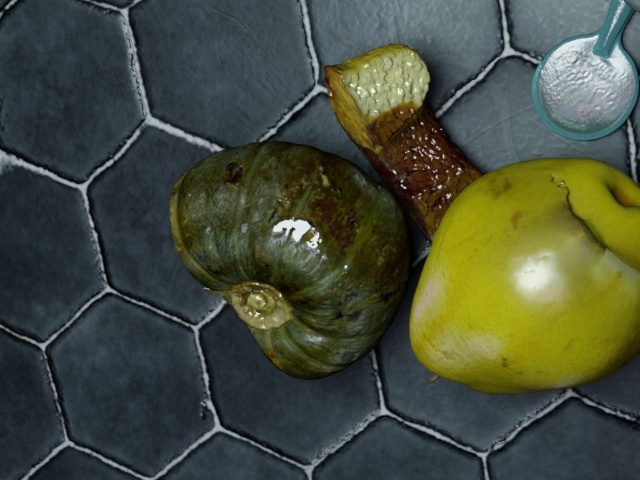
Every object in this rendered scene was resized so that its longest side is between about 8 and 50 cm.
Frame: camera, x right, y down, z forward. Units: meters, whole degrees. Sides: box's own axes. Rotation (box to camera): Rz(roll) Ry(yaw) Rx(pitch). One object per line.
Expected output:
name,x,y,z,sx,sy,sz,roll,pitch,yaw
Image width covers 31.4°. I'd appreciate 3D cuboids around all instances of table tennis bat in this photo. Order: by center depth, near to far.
table tennis bat,0.330,-0.215,1.354,0.124,0.033,0.201,25,113,10

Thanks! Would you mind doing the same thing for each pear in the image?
pear,0.256,0.063,1.317,0.285,0.285,0.336,20,124,13

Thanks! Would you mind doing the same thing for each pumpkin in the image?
pumpkin,0.000,0.000,1.393,0.232,0.242,0.325,-24,123,26

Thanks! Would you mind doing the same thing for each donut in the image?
donut,0.102,-0.131,1.394,0.112,0.151,0.295,-32,120,-4

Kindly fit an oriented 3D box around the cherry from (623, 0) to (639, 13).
cherry,0.398,-0.330,1.188,0.296,0.255,0.218,30,101,-7
